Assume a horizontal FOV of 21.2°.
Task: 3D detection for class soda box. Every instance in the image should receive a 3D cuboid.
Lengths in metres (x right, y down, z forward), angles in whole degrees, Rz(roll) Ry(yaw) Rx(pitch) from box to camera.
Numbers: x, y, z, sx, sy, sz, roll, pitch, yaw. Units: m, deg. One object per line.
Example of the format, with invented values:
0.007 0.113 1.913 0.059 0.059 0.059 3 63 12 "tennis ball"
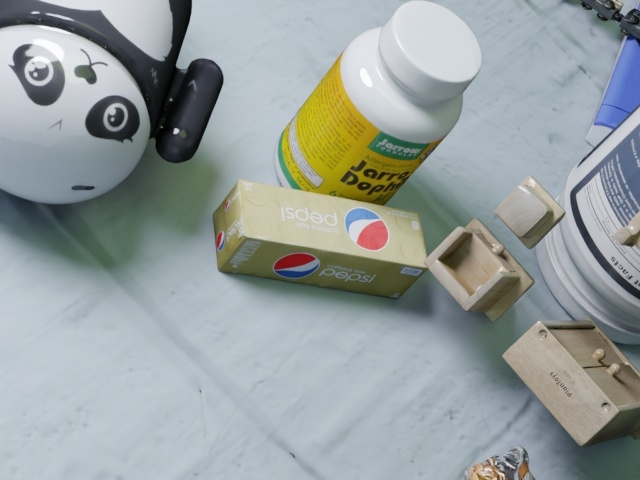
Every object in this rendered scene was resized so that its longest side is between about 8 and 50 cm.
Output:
0.000 0.000 1.488 0.181 0.058 0.061 10 54 -27 "soda box"

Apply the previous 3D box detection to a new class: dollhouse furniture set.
0.326 0.003 1.458 0.303 0.355 0.174 49 16 18 "dollhouse furniture set"

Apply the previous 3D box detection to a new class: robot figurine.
-0.200 -0.160 1.396 0.209 0.174 0.278 0 48 15 "robot figurine"

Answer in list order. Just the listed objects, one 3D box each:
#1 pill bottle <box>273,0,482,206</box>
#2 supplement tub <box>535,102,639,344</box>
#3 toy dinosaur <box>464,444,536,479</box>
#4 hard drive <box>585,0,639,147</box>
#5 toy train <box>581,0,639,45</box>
0.052 -0.113 1.497 0.117 0.208 0.118 17 51 -22 "pill bottle"
0.342 -0.040 1.582 0.191 0.272 0.191 17 51 -22 "supplement tub"
0.244 0.307 1.394 0.218 0.164 0.322 -25 92 -26 "toy dinosaur"
0.426 -0.172 1.865 0.210 0.040 0.319 26 47 2 "hard drive"
0.305 -0.262 1.860 0.158 0.027 0.036 37 47 20 "toy train"
